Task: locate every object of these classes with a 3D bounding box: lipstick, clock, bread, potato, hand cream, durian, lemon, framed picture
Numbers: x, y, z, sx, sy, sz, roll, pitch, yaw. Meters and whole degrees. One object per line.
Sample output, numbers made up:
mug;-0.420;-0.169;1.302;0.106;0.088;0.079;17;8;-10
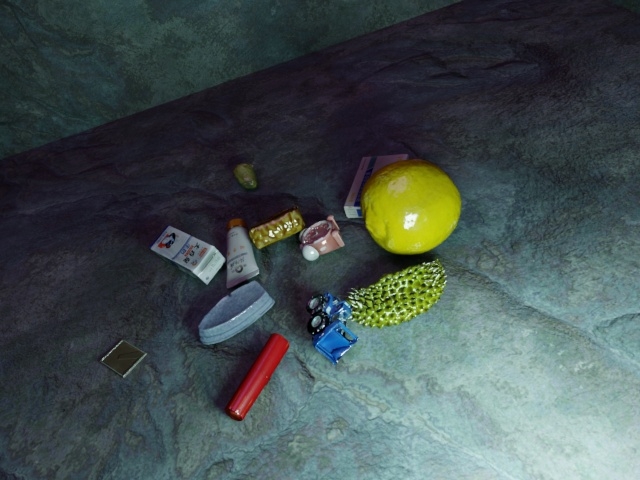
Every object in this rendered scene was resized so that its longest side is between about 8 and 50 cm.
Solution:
lipstick;-0.187;0.406;1.569;0.073;0.073;0.280;9;48;31
clock;0.000;0.000;1.952;0.162;0.093;0.166;-26;34;8
bread;-0.169;-0.050;2.034;0.222;0.096;0.181;-25;9;-4
potato;-0.346;-0.298;2.443;0.105;0.085;0.188;-9;38;-22
hand cream;-0.316;0.050;2.033;0.139;0.089;0.314;-28;45;9
durian;0.240;0.171;1.660;0.355;0.158;0.169;-20;3;-1
lemon;0.301;-0.114;1.768;0.347;0.348;0.348;-12;40;10
framed picture;-0.686;0.407;1.824;0.149;0.011;0.109;17;52;36

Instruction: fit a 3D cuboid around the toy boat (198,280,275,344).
toy boat;-0.294;0.251;1.788;0.283;0.078;0.127;-34;44;-19

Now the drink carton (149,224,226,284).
drink carton;-0.525;0.054;2.077;0.314;0.107;0.131;20;68;38

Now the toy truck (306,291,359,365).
toy truck;0.038;0.258;1.591;0.126;0.113;0.208;-29;39;21

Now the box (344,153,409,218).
box;0.234;-0.222;2.119;0.200;0.065;0.343;0;43;22
